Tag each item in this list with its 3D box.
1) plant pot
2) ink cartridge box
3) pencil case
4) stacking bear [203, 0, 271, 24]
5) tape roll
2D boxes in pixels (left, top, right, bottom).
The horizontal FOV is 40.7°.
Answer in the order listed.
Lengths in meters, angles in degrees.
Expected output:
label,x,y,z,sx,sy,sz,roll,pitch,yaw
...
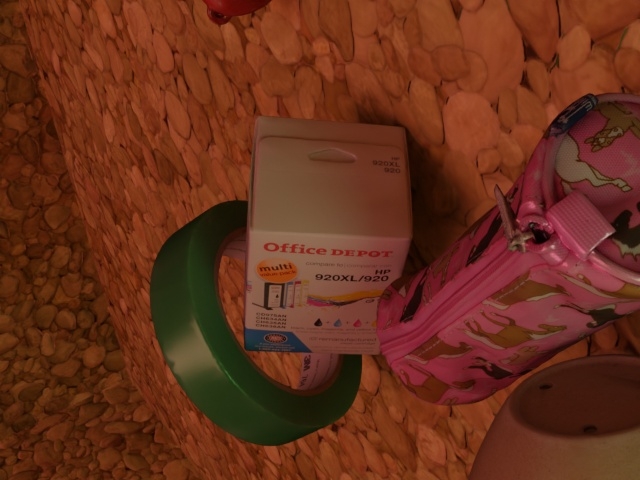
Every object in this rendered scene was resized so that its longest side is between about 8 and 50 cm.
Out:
label,x,y,z,sx,sy,sz,roll,pitch,yaw
plant pot,0.229,0.201,0.669,0.284,0.284,0.191,10,119,60
ink cartridge box,0.000,0.000,0.988,0.233,0.171,0.168,98,173,-51
pencil case,0.173,0.033,0.736,0.167,0.160,0.386,24,154,-4
stacking bear,-0.125,-0.394,0.970,0.164,0.175,0.289,23,140,52
tape roll,-0.076,0.104,1.139,0.077,0.321,0.321,-30,85,32
